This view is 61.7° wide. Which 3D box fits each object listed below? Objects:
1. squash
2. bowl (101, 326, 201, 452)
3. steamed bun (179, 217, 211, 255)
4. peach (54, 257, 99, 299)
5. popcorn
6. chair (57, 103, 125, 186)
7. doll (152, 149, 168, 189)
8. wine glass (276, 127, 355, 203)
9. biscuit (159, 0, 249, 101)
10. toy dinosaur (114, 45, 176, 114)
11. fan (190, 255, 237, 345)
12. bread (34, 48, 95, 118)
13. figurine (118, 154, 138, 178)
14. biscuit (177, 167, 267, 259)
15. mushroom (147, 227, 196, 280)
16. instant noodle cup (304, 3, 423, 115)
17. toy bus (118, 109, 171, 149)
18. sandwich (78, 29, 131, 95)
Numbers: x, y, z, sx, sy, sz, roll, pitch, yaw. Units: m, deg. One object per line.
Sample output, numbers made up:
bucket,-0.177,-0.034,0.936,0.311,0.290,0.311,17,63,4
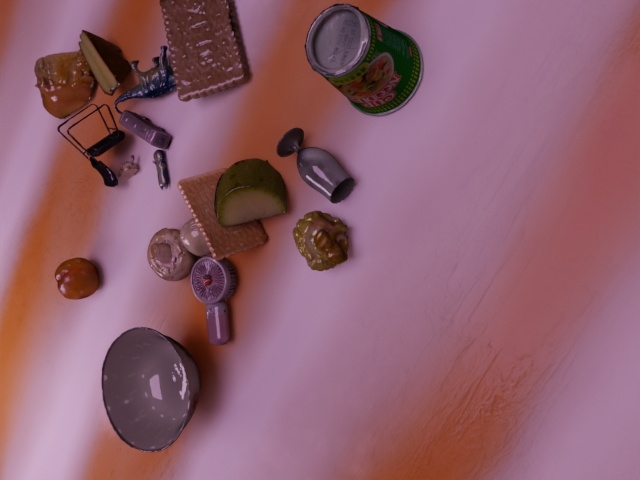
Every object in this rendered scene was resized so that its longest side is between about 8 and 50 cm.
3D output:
squash,-0.191,-0.142,1.358,0.192,0.085,0.184,-13,68,3
bowl,-0.442,0.400,1.505,0.338,0.158,0.336,0,90,29
steamed bun,-0.314,-0.011,1.445,0.130,0.112,0.090,-20,55,7
peach,-0.783,0.120,1.723,0.138,0.138,0.138,0,90,30
popcorn,0.000,0.000,1.267,0.126,0.126,0.145,-22,69,38
chair,-0.671,-0.293,1.657,0.145,0.221,0.140,-43,33,-20
doll,-0.475,-0.211,1.598,0.037,0.027,0.125,-15,83,22
wine glass,-0.011,-0.179,1.290,0.202,0.093,0.093,46,112,22
biscuit,-0.320,-0.556,1.476,0.217,0.044,0.324,-16,81,13
toy dinosaur,-0.484,-0.475,1.576,0.363,0.076,0.147,-9,98,24
fan,-0.286,0.164,1.461,0.130,0.074,0.244,-8,87,30
bread,-0.871,-0.522,1.770,0.252,0.133,0.174,-21,78,29
figurine,-0.599,-0.227,1.667,0.083,0.047,0.050,-23,63,36
biscuit,-0.259,-0.074,1.412,0.249,0.160,0.030,59,149,16
mushroom,-0.423,0.040,1.515,0.154,0.123,0.154,-3,83,28
instant noodle cup,0.084,-0.394,1.152,0.207,0.233,0.206,-1,89,31
toy bus,-0.525,-0.332,1.603,0.172,0.072,0.057,34,102,25
sandwich,-0.668,-0.550,1.682,0.090,0.088,0.244,-44,73,32
